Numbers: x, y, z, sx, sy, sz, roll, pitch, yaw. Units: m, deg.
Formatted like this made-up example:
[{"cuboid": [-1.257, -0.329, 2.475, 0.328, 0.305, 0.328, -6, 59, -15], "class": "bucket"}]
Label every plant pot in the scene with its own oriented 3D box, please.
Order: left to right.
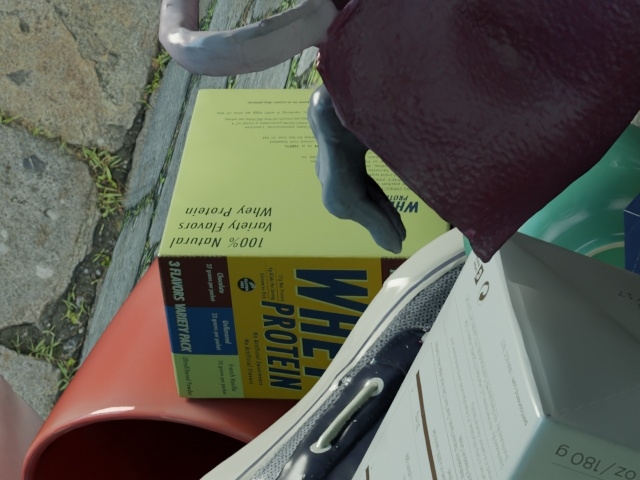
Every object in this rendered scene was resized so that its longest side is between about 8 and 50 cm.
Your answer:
[{"cuboid": [-0.073, 0.131, 1.461, 0.275, 0.275, 0.243, -55, 12, 48], "class": "plant pot"}]

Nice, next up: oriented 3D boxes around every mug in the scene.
[{"cuboid": [0.156, -0.002, 0.992, 0.097, 0.129, 0.157, -105, 37, -59], "class": "mug"}]

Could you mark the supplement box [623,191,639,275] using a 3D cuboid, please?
[{"cuboid": [0.207, -0.004, 0.898, 0.083, 0.083, 0.056, 126, 157, -48], "class": "supplement box"}]

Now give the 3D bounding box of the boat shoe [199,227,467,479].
[{"cuboid": [0.067, 0.129, 1.097, 0.340, 0.127, 0.158, -46, 38, -17], "class": "boat shoe"}]

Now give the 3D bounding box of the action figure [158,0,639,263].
[{"cuboid": [0.144, -0.164, 0.775, 0.370, 0.276, 0.248, -43, 30, 20], "class": "action figure"}]

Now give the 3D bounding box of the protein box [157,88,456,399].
[{"cuboid": [0.000, 0.000, 1.320, 0.201, 0.200, 0.136, -82, -10, -51], "class": "protein box"}]

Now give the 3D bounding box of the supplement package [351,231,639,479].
[{"cuboid": [0.105, 0.176, 0.864, 0.175, 0.178, 0.293, -97, 29, -61], "class": "supplement package"}]

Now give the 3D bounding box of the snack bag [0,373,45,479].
[{"cuboid": [-0.189, 0.304, 1.491, 0.037, 0.342, 0.323, -31, 31, 14], "class": "snack bag"}]
